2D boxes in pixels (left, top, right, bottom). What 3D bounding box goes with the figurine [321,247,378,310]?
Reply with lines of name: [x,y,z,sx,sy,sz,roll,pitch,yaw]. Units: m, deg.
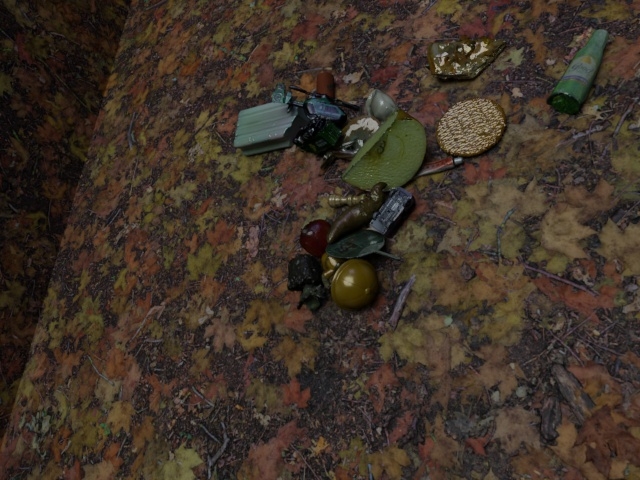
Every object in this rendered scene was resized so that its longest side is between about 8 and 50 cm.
figurine: [0.095,0.128,1.601,0.192,0.167,0.257,-30,52,-15]

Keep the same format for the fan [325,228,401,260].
fan: [0.134,0.029,1.597,0.223,0.012,0.294,-12,25,-5]

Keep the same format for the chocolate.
chocolate: [0.878,-0.573,1.497,0.110,0.110,0.291,26,82,35]

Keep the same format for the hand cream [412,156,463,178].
hand cream: [0.424,-0.277,1.671,0.216,0.038,0.052,-10,38,30]

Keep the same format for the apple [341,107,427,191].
apple: [0.244,-0.329,1.702,0.346,0.179,0.254,-47,52,22]

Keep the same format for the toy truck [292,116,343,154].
toy truck: [-0.023,-0.438,1.887,0.088,0.121,0.259,-60,21,-12]

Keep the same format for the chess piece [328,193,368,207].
chess piece: [0.120,-0.159,1.779,0.172,0.060,0.060,2,71,28]

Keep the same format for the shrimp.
shrimp: [0.125,-0.385,1.855,0.317,0.077,0.168,-40,76,23]

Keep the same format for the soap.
soap: [-0.230,-0.533,2.093,0.347,0.115,0.208,-6,68,27]

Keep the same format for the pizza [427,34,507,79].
pizza: [0.564,-0.718,1.734,0.297,0.071,0.189,1,72,15]

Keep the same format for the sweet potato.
sweet potato: [0.144,-0.098,1.697,0.310,0.124,0.098,-40,76,4]

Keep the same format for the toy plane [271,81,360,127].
toy plane: [-0.030,-0.568,1.918,0.382,0.106,0.155,14,80,4]

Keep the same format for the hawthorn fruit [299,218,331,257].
hawthorn fruit: [0.000,0.000,1.742,0.148,0.148,0.172,-43,85,7]

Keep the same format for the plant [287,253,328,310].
plant: [-0.049,0.157,1.694,0.142,0.131,0.203,-19,60,24]

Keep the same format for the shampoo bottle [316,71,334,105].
shampoo bottle: [0.024,-0.638,2.017,0.085,0.085,0.244,-12,68,25]

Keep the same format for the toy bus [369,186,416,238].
toy bus: [0.271,-0.102,1.646,0.087,0.098,0.178,39,95,36]

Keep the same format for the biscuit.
biscuit: [0.553,-0.418,1.652,0.254,0.035,0.254,-11,66,27]

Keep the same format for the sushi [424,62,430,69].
sushi: [0.502,-0.729,1.815,0.126,0.026,0.120,-42,57,8]

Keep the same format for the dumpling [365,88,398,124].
dumpling: [0.251,-0.534,1.836,0.127,0.108,0.188,-48,66,35]
